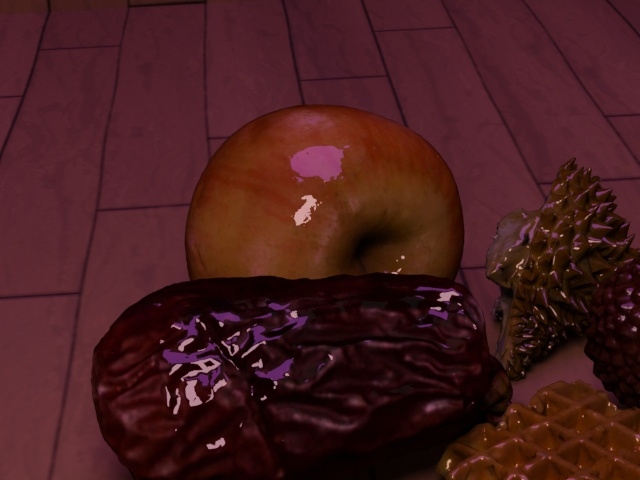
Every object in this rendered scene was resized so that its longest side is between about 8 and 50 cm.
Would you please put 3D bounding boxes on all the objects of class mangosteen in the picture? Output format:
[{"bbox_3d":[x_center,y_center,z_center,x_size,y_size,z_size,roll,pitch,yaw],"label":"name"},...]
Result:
[{"bbox_3d":[0.139,0.142,1.502,0.081,0.081,0.081,-2,23,1],"label":"mangosteen"}]

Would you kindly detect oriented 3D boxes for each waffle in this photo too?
[{"bbox_3d":[0.216,0.208,1.364,0.219,0.057,0.229,-19,29,-34],"label":"waffle"}]

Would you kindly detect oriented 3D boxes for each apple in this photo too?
[{"bbox_3d":[0.000,0.000,1.615,0.286,0.286,0.233,-17,20,-31],"label":"apple"}]

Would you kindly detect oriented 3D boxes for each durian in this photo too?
[{"bbox_3d":[0.243,0.024,1.690,0.166,0.172,0.306,-18,23,27],"label":"durian"}]

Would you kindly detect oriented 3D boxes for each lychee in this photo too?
[{"bbox_3d":[0.331,0.093,1.470,0.188,0.188,0.188,-2,23,1],"label":"lychee"}]

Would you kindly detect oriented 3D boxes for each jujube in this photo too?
[{"bbox_3d":[-0.023,0.120,1.396,0.342,0.216,0.216,-12,24,-9],"label":"jujube"}]
